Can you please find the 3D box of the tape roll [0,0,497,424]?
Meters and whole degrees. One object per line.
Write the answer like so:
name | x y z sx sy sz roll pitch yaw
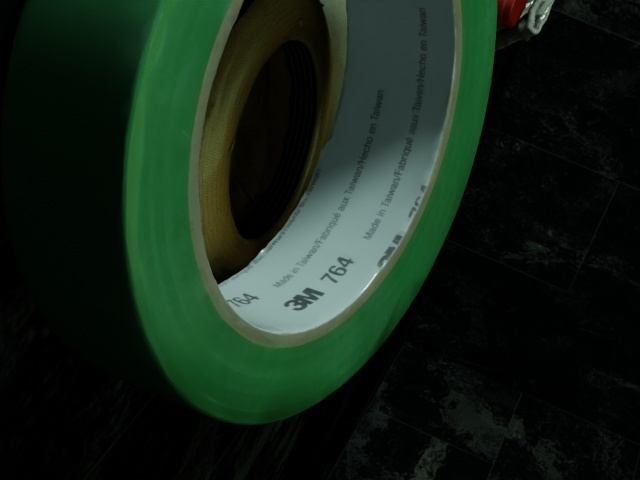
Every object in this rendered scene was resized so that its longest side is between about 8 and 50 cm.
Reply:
tape roll | -0.019 -0.068 0.702 0.321 0.077 0.321 -35 134 -47

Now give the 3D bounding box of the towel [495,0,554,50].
towel | 0.155 -0.253 1.356 0.282 0.049 0.187 -13 -135 61

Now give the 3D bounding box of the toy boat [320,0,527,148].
toy boat | 0.036 -0.155 1.038 0.318 0.148 0.267 -45 154 -47

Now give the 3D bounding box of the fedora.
fedora | -0.058 -0.069 0.821 0.194 0.079 0.194 -56 157 -39
